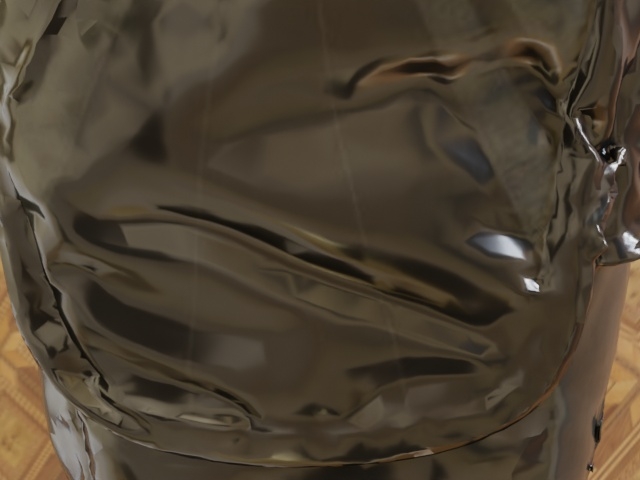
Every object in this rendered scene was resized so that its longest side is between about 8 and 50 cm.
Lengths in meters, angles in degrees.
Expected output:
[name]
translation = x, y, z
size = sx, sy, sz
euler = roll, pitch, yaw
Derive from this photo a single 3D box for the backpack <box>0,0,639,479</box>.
[backpack]
translation = 0.000, 0.000, 0.499
size = 0.363, 0.255, 0.446
euler = 1, 108, 0
